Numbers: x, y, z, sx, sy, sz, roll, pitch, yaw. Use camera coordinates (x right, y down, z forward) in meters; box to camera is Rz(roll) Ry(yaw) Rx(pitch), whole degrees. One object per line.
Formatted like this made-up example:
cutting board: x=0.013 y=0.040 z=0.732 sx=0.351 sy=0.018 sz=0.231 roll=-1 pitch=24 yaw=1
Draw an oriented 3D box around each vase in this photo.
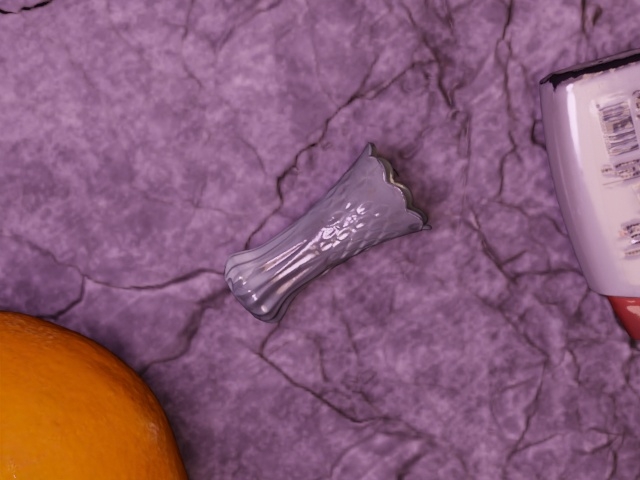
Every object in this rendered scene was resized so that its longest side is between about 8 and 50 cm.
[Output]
vase: x=0.000 y=0.000 z=1.162 sx=0.149 sy=0.081 sz=0.081 roll=-35 pitch=96 yaw=7

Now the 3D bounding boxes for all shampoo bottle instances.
shampoo bottle: x=0.260 y=-0.005 z=1.165 sx=0.153 sy=0.071 sz=0.284 roll=-14 pitch=100 yaw=-6

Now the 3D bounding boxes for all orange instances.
orange: x=-0.239 y=0.200 z=1.077 sx=0.312 sy=0.312 sz=0.312 roll=0 pitch=97 yaw=0
